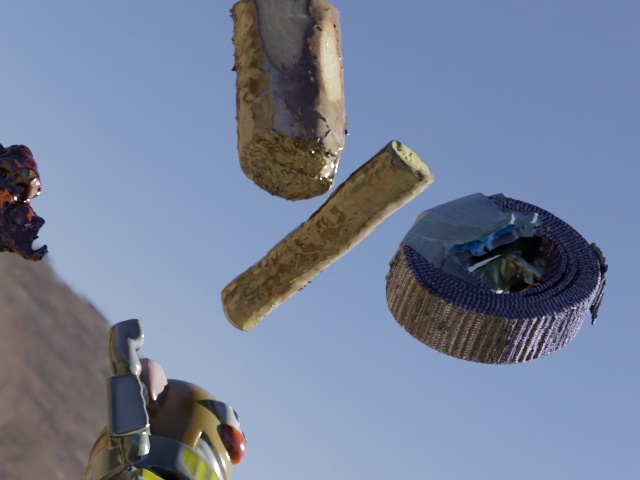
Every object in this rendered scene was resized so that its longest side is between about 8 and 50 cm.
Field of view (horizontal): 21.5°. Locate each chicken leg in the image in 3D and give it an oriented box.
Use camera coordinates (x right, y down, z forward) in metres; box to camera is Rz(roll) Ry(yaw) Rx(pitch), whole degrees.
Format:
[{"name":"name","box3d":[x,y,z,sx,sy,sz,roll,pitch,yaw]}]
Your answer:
[{"name":"chicken leg","box3d":[-0.395,0.008,1.786,0.177,0.322,0.083,29,-40,18]}]

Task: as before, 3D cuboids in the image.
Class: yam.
[{"name":"yam","box3d":[0.000,0.000,1.851,0.066,0.299,0.066,36,29,-24]},{"name":"yam","box3d":[-0.038,-0.175,1.973,0.129,0.238,0.128,-22,-35,32]}]

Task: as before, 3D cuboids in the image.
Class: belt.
[{"name":"belt","box3d":[0.237,0.052,2.329,0.260,0.325,0.122,45,-45,31]}]

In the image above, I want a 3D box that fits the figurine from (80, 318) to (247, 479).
[{"name":"figurine","box3d":[-0.164,0.253,1.745,0.285,0.167,0.342,-90,-171,-63]}]
